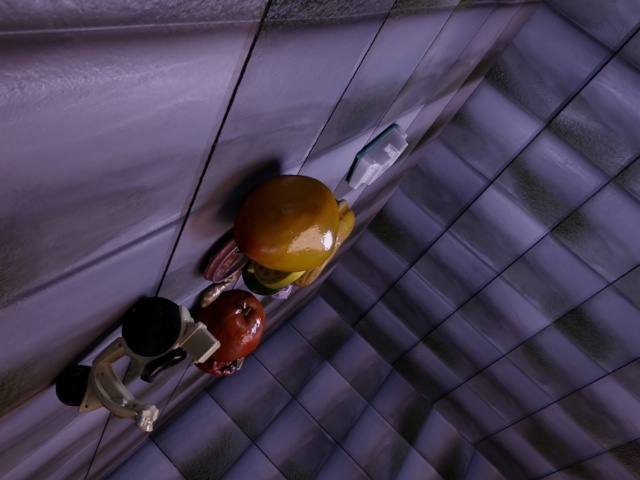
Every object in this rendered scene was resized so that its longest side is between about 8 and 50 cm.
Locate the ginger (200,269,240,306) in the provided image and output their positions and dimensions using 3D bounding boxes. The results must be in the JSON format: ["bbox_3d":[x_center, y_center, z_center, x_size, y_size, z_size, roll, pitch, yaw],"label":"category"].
[{"bbox_3d":[-0.352,0.156,1.695,0.176,0.052,0.193,-31,162,-40],"label":"ginger"}]

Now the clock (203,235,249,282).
[{"bbox_3d":[-0.281,0.040,1.520,0.244,0.056,0.244,-45,169,-11],"label":"clock"}]

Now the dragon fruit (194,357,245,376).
[{"bbox_3d":[-0.447,0.471,2.043,0.244,0.244,0.298,-42,-166,-27],"label":"dragon fruit"}]

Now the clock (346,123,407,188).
[{"bbox_3d":[0.254,-0.352,2.062,0.262,0.116,0.231,-41,170,-24],"label":"clock"}]

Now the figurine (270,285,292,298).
[{"bbox_3d":[-0.205,0.212,2.319,0.200,0.133,0.276,-41,168,-14],"label":"figurine"}]

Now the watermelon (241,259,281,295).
[{"bbox_3d":[-0.213,0.115,1.773,0.214,0.188,0.188,-7,-175,21],"label":"watermelon"}]

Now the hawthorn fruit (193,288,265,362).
[{"bbox_3d":[-0.338,0.317,1.797,0.275,0.275,0.299,-36,174,-48],"label":"hawthorn fruit"}]

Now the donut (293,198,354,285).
[{"bbox_3d":[-0.025,0.009,2.000,0.449,0.198,0.449,-52,177,-4],"label":"donut"}]

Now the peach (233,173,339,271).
[{"bbox_3d":[-0.098,-0.055,1.335,0.307,0.289,0.289,12,131,-32],"label":"peach"}]

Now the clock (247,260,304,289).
[{"bbox_3d":[-0.126,0.024,1.575,0.293,0.071,0.277,5,-116,48],"label":"clock"}]

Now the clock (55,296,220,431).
[{"bbox_3d":[-0.479,0.335,1.253,0.379,0.276,0.120,-48,169,-11],"label":"clock"}]
